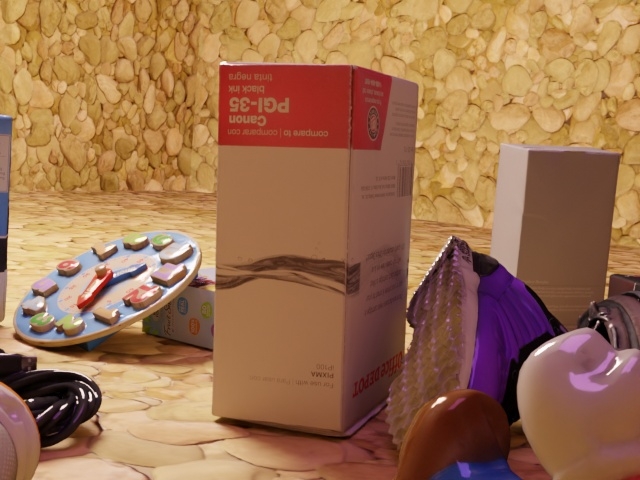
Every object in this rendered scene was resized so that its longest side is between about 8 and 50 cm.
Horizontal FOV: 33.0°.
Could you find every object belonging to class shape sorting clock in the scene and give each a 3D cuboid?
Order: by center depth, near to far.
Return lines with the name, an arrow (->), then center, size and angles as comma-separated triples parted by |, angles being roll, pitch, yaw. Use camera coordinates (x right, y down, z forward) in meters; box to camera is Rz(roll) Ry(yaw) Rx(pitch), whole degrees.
shape sorting clock -> -0.221, 0.044, 1.121 | 0.206, 0.040, 0.206 | -13, 29, 7

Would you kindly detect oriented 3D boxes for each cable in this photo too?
cable -> -0.254, 0.118, 0.771 | 0.184, 0.047, 0.150 | 3, 10, -39

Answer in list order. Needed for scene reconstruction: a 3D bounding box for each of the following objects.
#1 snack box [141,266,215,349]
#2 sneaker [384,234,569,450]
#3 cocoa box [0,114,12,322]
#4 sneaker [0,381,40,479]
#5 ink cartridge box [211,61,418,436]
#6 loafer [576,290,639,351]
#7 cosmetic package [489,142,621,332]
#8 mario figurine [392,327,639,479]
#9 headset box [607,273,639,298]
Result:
snack box -> -0.060, 0.074, 1.168 | 0.207, 0.070, 0.174 | 10, 10, 38
sneaker -> 0.145, 0.098, 0.858 | 0.146, 0.102, 0.293 | 31, 25, -4
cocoa box -> -0.525, -0.041, 1.164 | 0.347, 0.228, 0.231 | 9, 8, 40
sneaker -> -0.286, 0.109, 0.555 | 0.262, 0.099, 0.121 | 3, 10, -4
ink cartridge box -> 0.000, 0.000, 0.909 | 0.117, 0.283, 0.207 | 4, 5, 18
loafer -> 0.256, 0.108, 0.949 | 0.095, 0.109, 0.302 | 0, 9, 0
cosmetic package -> 0.285, -0.001, 1.344 | 0.127, 0.238, 0.107 | 4, 6, -13
mario figurine -> 0.180, 0.124, 0.406 | 0.198, 0.170, 0.320 | 3, 4, -35
headset box -> 0.429, 0.108, 1.015 | 0.218, 0.110, 0.293 | 3, 6, -12
